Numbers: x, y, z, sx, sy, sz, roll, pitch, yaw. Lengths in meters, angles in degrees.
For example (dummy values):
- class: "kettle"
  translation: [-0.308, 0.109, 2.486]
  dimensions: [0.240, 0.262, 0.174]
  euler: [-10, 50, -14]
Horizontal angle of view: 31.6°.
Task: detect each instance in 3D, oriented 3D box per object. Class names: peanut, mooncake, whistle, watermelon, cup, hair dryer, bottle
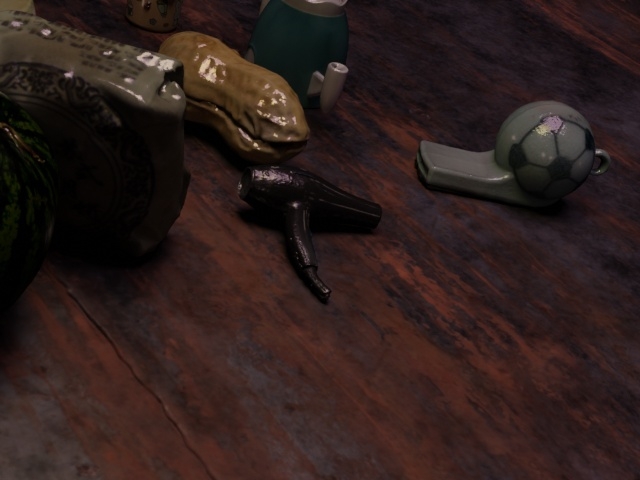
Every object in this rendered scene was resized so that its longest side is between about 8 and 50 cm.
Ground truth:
- class: "peanut"
  translation: [-0.130, -0.202, 1.587]
  dimensions: [0.290, 0.130, 0.130]
  euler: [34, 33, 28]
- class: "mooncake"
  translation: [-0.269, -0.108, 1.240]
  dimensions: [0.255, 0.250, 0.136]
  euler: [19, 48, 11]
- class: "whistle"
  translation: [0.300, -0.139, 1.682]
  dimensions: [0.290, 0.163, 0.163]
  euler: [10, 31, -14]
- class: "watermelon"
  translation: [-0.375, -0.037, 1.064]
  dimensions: [0.269, 0.269, 0.269]
  euler: [13, 30, -8]
- class: "cup"
  translation: [-0.031, -0.321, 1.791]
  dimensions: [0.168, 0.173, 0.299]
  euler: [-1, 35, -28]
- class: "hair dryer"
  translation: [0.000, 0.000, 1.403]
  dimensions: [0.196, 0.075, 0.219]
  euler: [15, 39, -24]
- class: "bottle"
  translation: [-0.264, -0.428, 1.864]
  dimensions: [0.099, 0.152, 0.099]
  euler: [15, 30, -9]

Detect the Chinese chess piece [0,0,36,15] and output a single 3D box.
- class: "Chinese chess piece"
  translation: [-0.526, -0.313, 1.582]
  dimensions: [0.250, 0.101, 0.250]
  euler: [13, 30, -8]
